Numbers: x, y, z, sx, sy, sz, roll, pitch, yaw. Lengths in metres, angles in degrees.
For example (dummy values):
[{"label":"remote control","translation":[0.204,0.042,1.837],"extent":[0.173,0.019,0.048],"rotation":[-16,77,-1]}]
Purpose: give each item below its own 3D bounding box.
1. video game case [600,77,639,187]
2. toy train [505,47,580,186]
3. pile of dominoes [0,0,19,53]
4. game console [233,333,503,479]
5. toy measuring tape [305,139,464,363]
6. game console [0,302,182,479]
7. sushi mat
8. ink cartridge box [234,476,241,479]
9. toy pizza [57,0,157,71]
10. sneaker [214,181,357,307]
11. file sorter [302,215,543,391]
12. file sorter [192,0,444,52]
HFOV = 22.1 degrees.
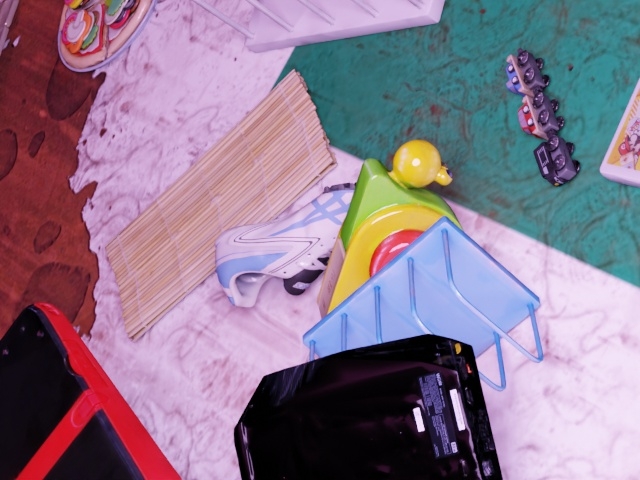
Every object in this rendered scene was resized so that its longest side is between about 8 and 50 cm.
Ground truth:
[{"label":"video game case","translation":[0.347,-0.134,1.309],"extent":[0.206,0.026,0.227],"rotation":[19,83,50]},{"label":"toy train","translation":[0.194,-0.110,1.458],"extent":[0.036,0.027,0.158],"rotation":[-45,41,34]},{"label":"pile of dominoes","translation":[-0.495,-0.203,2.259],"extent":[0.196,0.040,0.251],"rotation":[-21,45,39]},{"label":"game console","translation":[0.052,0.262,1.264],"extent":[0.213,0.044,0.361],"rotation":[-17,77,29]},{"label":"toy measuring tape","translation":[0.055,0.067,1.461],"extent":[0.121,0.121,0.330],"rotation":[43,121,50]},{"label":"game console","translation":[-0.303,0.301,1.590],"extent":[0.386,0.060,0.342],"rotation":[-51,49,13]},{"label":"sushi mat","translation":[-0.111,-0.036,1.743],"extent":[0.316,0.019,0.151],"rotation":[-41,42,22]},{"label":"ink cartridge box","translation":[-0.064,0.306,1.453],"extent":[0.311,0.065,0.186],"rotation":[-33,47,34]},{"label":"toy pizza","translation":[-0.272,-0.307,2.068],"extent":[0.201,0.032,0.201],"rotation":[-25,51,35]},{"label":"sneaker","translation":[0.000,0.000,1.567],"extent":[0.237,0.085,0.086],"rotation":[-23,78,33]},{"label":"file sorter","translation":[0.084,0.091,1.357],"extent":[0.170,0.118,0.104],"rotation":[-41,22,23]},{"label":"file sorter","translation":[-0.010,-0.332,1.693],"extent":[0.277,0.173,0.193],"rotation":[-2,65,47]}]
